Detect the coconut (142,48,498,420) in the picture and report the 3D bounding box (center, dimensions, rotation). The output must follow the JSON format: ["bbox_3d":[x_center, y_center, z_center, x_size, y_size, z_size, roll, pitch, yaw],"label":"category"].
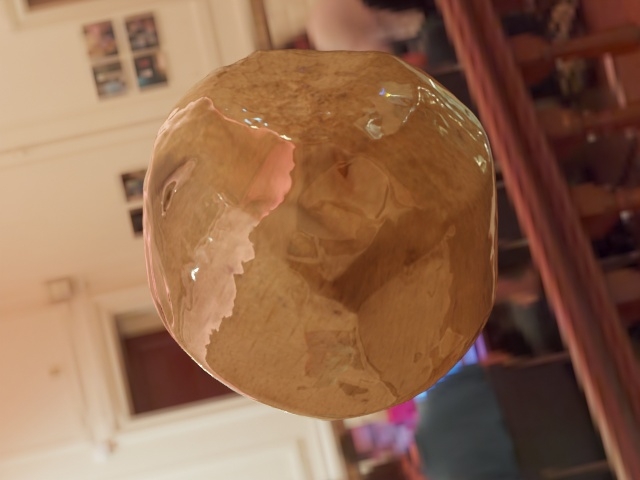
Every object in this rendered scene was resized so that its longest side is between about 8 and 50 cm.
[{"bbox_3d":[0.000,0.000,0.978,0.224,0.224,0.224,168,90,-86],"label":"coconut"}]
